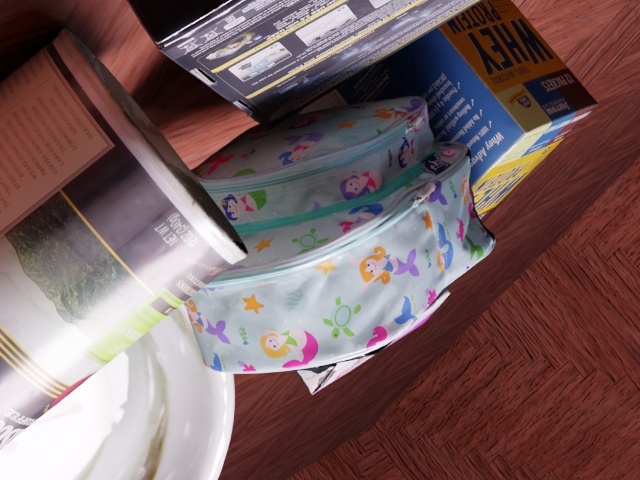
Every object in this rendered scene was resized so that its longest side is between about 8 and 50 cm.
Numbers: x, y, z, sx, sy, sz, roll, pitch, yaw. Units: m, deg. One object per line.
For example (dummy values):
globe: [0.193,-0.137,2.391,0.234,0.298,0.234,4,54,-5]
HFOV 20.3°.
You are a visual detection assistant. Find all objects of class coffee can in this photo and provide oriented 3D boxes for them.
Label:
coffee can: [-0.218,0.017,1.226,0.275,0.201,0.201,-39,168,1]

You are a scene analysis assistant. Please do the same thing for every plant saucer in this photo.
plant saucer: [-0.272,0.151,1.495,0.400,0.100,0.400,-12,119,-24]

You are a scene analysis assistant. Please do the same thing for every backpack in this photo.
backpack: [0.000,0.000,1.449,0.225,0.191,0.253,-8,-155,32]

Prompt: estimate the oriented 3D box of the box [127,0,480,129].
box: [0.074,-0.236,1.271,0.395,0.097,0.318,-31,167,8]

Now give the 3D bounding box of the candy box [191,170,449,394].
candy box: [-0.010,0.010,1.726,0.159,0.233,0.071,-29,165,-34]

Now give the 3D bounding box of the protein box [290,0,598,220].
protein box: [0.095,-0.124,1.610,0.136,0.201,0.200,-23,161,-52]
